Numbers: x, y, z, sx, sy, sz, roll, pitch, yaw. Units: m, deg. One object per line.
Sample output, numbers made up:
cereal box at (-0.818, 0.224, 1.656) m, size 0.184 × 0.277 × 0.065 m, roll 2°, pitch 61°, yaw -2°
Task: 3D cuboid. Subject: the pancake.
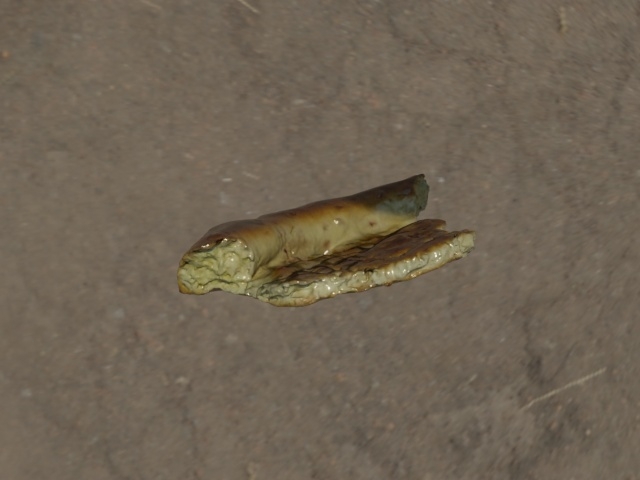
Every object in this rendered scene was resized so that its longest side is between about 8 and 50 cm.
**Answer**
pancake at (0.000, 0.000, 0.957) m, size 0.212 × 0.257 × 0.056 m, roll -10°, pitch 97°, yaw -1°
